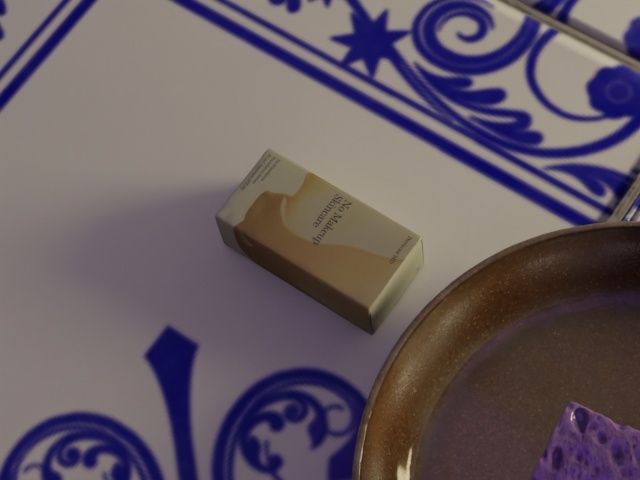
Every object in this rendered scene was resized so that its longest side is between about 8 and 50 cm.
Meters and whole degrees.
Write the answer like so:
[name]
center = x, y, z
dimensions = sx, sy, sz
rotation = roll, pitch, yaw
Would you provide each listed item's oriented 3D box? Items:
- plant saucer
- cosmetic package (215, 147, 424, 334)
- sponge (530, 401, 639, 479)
[plant saucer]
center = 0.173, 0.138, 0.765
dimensions = 0.311, 0.050, 0.310
rotation = -2, 65, 5
[cosmetic package]
center = 0.000, 0.000, 0.853
dimensions = 0.115, 0.041, 0.060
rotation = 30, 71, 18
[sponge]
center = 0.195, 0.175, 0.702
dimensions = 0.210, 0.031, 0.117
rotation = 23, 70, 17
